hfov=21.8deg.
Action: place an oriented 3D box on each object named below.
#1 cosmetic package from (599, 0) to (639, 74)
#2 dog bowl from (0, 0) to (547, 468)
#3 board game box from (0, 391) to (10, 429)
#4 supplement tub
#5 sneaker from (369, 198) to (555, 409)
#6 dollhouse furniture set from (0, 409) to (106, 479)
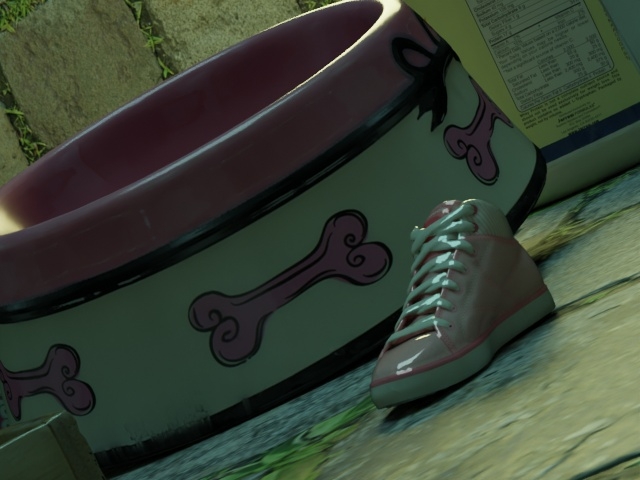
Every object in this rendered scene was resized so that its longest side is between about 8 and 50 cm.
[{"bbox_3d":[0.285,-0.158,1.044,0.183,0.151,0.151,-30,-7,20],"label":"cosmetic package"},{"bbox_3d":[-0.063,-0.023,1.120,0.408,0.150,0.408,-27,14,7],"label":"dog bowl"},{"bbox_3d":[-0.273,0.152,1.329,0.303,0.097,0.224,-25,0,-38],"label":"board game box"},{"bbox_3d":[0.199,-0.213,1.517,0.235,0.325,0.235,-26,1,1],"label":"supplement tub"},{"bbox_3d":[0.053,0.024,0.739,0.051,0.070,0.134,-22,4,38],"label":"sneaker"},{"bbox_3d":[-0.277,0.009,0.593,0.256,0.394,0.362,-27,2,-26],"label":"dollhouse furniture set"}]
